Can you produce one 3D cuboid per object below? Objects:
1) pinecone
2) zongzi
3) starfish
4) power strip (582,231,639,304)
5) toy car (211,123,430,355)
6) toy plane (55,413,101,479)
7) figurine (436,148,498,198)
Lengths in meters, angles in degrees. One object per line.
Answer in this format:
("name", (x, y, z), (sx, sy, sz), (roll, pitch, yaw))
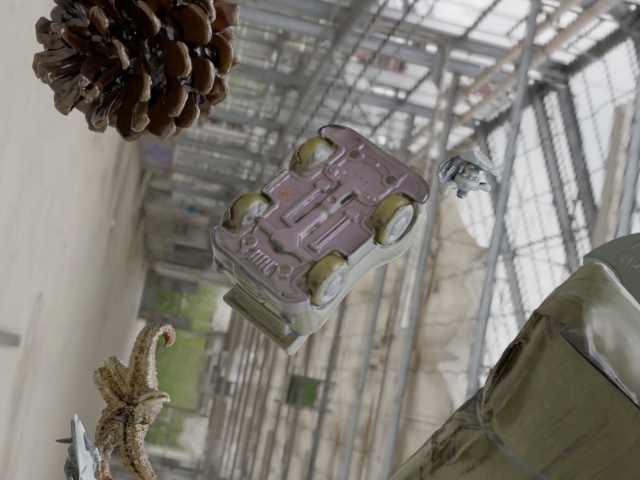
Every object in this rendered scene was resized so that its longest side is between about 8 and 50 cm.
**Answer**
("pinecone", (-0.352, -0.350, 1.795), (0.384, 0.384, 0.384), (-168, -90, -82))
("zongzi", (0.255, 0.273, 0.948), (0.393, 0.356, 0.174), (-53, 166, 29))
("starfish", (-0.325, 0.311, 1.788), (0.312, 0.113, 0.303), (-37, -123, 47))
("power strip", (0.344, 0.087, 1.080), (0.167, 0.054, 0.253), (-33, -154, 39))
("toy car", (0.000, 0.000, 1.691), (0.336, 0.242, 0.226), (-42, 154, -25))
("toy plane", (-0.380, 0.365, 1.582), (0.160, 0.082, 0.234), (-88, 164, -57))
("figurine", (0.240, -0.104, 1.639), (0.086, 0.094, 0.082), (-51, -149, 23))
